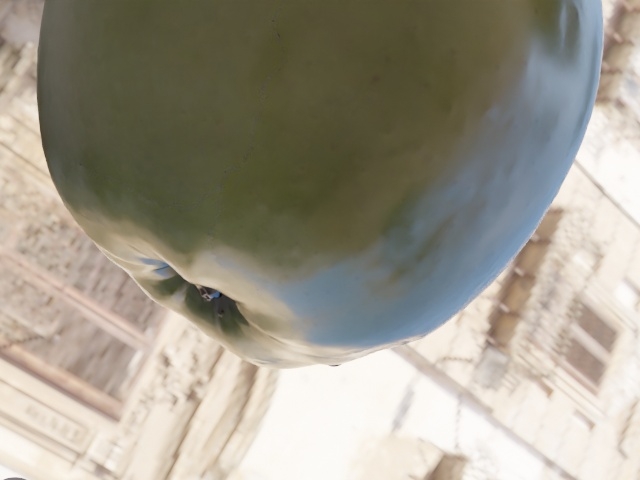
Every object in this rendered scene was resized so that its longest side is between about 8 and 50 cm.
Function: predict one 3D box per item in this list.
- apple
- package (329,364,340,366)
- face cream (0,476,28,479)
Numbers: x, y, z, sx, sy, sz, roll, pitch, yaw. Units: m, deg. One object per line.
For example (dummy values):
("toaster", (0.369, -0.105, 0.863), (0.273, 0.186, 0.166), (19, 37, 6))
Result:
("apple", (-0.002, -0.103, 0.861), (0.357, 0.357, 0.357), (-27, -136, 29))
("package", (0.000, 0.000, 1.151), (0.171, 0.173, 0.027), (-54, -154, 1))
("face cream", (-0.205, 0.194, 0.887), (0.130, 0.034, 0.034), (121, -22, -49))
